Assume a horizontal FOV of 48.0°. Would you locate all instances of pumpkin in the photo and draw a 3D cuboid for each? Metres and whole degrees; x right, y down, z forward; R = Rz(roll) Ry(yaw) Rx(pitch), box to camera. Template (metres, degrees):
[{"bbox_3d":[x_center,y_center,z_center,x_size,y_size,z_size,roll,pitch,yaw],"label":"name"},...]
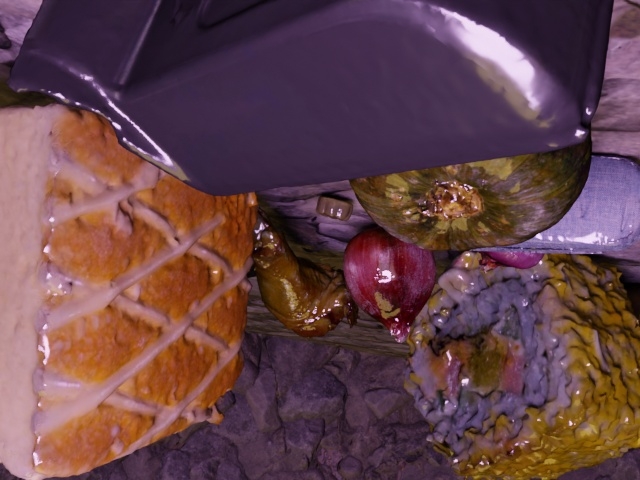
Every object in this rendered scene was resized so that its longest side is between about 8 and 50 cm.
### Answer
[{"bbox_3d":[0.128,-0.084,0.644,0.224,0.157,0.223,13,150,8],"label":"pumpkin"}]

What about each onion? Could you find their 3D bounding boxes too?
[{"bbox_3d":[0.249,-0.001,0.980,0.115,0.104,0.115,27,-159,-11],"label":"onion"},{"bbox_3d":[0.113,0.069,1.152,0.160,0.194,0.159,-5,166,-1],"label":"onion"}]

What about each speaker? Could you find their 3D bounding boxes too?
[{"bbox_3d":[-0.026,-0.149,0.478,0.388,0.180,0.184,-4,154,45],"label":"speaker"}]

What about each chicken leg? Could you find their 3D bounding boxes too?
[{"bbox_3d":[-0.033,0.079,1.210,0.212,0.140,0.361,22,167,16],"label":"chicken leg"}]

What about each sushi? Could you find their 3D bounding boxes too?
[{"bbox_3d":[0.315,0.189,1.142,0.240,0.351,0.396,10,146,-29],"label":"sushi"}]

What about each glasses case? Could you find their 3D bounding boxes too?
[{"bbox_3d":[0.226,-0.041,0.823,0.283,0.109,0.067,2,164,33],"label":"glasses case"}]

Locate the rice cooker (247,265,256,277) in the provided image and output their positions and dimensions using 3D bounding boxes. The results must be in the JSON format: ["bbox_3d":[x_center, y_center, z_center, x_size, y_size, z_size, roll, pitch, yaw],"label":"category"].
[{"bbox_3d":[-0.178,0.019,1.348,0.165,0.106,0.112,11,166,14],"label":"rice cooker"}]

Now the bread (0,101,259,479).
[{"bbox_3d":[-0.271,0.042,0.827,0.279,0.371,0.390,9,-175,25],"label":"bread"}]

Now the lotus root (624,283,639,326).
[{"bbox_3d":[0.483,0.147,1.274,0.275,0.151,0.160,-5,155,44],"label":"lotus root"}]

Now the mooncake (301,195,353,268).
[{"bbox_3d":[0.006,-0.012,1.223,0.150,0.057,0.347,19,162,18],"label":"mooncake"}]
